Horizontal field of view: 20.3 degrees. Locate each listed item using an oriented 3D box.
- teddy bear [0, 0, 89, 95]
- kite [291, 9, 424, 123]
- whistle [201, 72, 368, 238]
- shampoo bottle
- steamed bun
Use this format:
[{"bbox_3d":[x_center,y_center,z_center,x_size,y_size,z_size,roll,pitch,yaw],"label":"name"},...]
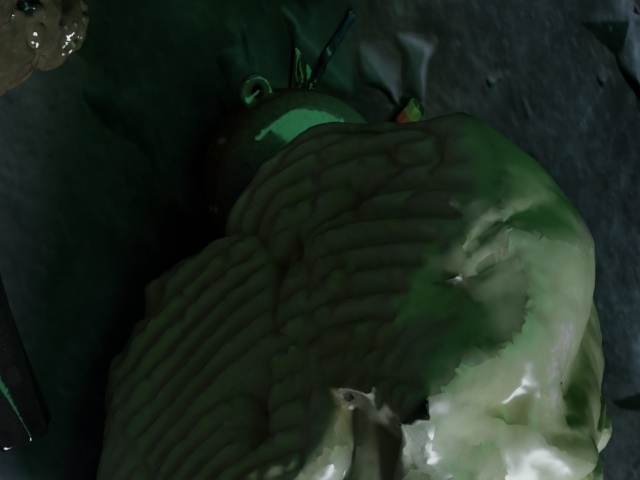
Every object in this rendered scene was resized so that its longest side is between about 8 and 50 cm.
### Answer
[{"bbox_3d":[-0.186,-0.156,0.840,0.177,0.140,0.190,-16,108,-16],"label":"teddy bear"},{"bbox_3d":[0.023,-0.036,1.099,0.160,0.010,0.183,-50,120,-32],"label":"kite"},{"bbox_3d":[0.000,0.000,1.039,0.107,0.057,0.220,-33,112,-17],"label":"whistle"},{"bbox_3d":[-0.174,0.040,0.897,0.048,0.027,0.137,-36,111,-41],"label":"shampoo bottle"},{"bbox_3d":[0.030,0.096,0.914,0.206,0.320,0.275,31,36,-39],"label":"steamed bun"}]
